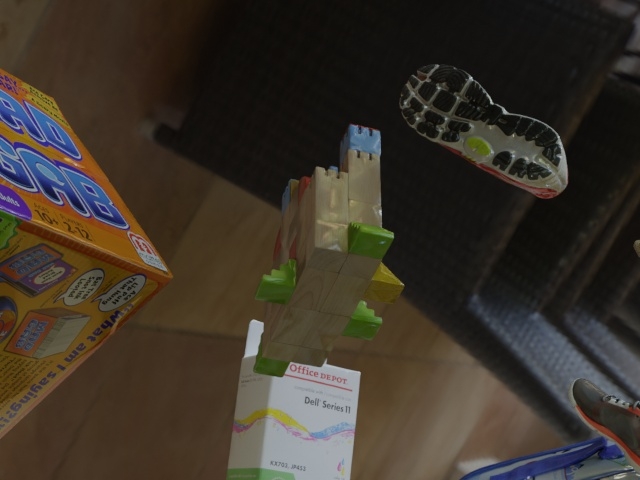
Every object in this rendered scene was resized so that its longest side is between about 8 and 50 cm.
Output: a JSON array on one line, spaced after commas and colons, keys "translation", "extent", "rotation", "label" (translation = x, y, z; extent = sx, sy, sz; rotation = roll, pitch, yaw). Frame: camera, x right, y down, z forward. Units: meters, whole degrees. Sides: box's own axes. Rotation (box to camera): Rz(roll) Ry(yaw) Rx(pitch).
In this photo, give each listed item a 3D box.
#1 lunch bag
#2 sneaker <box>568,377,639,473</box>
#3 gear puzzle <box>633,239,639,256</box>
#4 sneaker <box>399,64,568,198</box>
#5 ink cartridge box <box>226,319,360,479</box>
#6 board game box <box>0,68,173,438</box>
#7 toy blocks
[{"translation": [0.325, 0.362, 1.437], "extent": [0.115, 0.303, 0.243], "rotation": [-67, 135, -69], "label": "lunch bag"}, {"translation": [0.356, 0.203, 1.332], "extent": [0.061, 0.158, 0.065], "rotation": [-8, 130, -40], "label": "sneaker"}, {"translation": [0.647, 0.033, 1.694], "extent": [0.339, 0.175, 0.044], "rotation": [-7, 139, -11], "label": "gear puzzle"}, {"translation": [0.220, -0.138, 1.574], "extent": [0.107, 0.279, 0.118], "rotation": [-48, 148, -2], "label": "sneaker"}, {"translation": [-0.046, 0.331, 2.150], "extent": [0.207, 0.119, 0.353], "rotation": [17, 70, -33], "label": "ink cartridge box"}, {"translation": [-0.478, -0.002, 1.403], "extent": [0.356, 0.356, 0.356], "rotation": [-42, 152, 9], "label": "board game box"}, {"translation": [0.000, 0.000, 1.719], "extent": [0.381, 0.191, 0.260], "rotation": [116, -19, -49], "label": "toy blocks"}]
